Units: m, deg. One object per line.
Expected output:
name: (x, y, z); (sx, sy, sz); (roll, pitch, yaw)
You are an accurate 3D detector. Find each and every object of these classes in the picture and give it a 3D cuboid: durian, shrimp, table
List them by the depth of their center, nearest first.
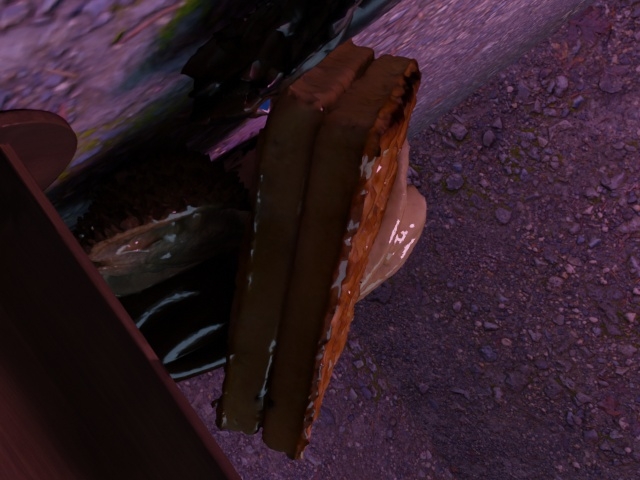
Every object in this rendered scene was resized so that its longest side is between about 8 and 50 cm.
shrimp: (0.011, -0.138, 0.294); (0.290, 0.054, 0.222); (-38, 179, 28)
table: (-0.147, 0.071, 0.367); (0.167, 0.226, 0.167); (-34, -179, 0)
durian: (-0.122, -0.023, 0.548); (0.189, 0.091, 0.148); (-1, 147, -48)

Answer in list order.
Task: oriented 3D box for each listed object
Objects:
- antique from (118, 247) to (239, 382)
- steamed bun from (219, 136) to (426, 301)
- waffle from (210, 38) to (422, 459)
antique: (-0.187, 0.062, 0.642); (0.257, 0.143, 0.121); (-11, -149, -11)
steamed bun: (-0.037, -0.007, 0.866); (0.372, 0.230, 0.325); (-36, -176, -28)
waffle: (-0.001, 0.000, 0.575); (0.213, 0.091, 0.307); (-61, 167, -59)
